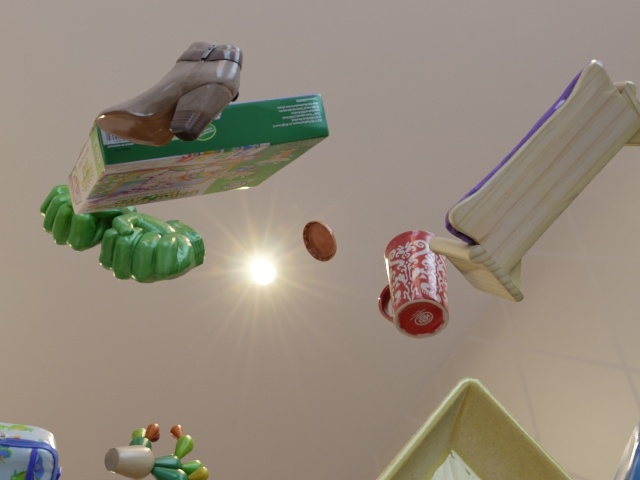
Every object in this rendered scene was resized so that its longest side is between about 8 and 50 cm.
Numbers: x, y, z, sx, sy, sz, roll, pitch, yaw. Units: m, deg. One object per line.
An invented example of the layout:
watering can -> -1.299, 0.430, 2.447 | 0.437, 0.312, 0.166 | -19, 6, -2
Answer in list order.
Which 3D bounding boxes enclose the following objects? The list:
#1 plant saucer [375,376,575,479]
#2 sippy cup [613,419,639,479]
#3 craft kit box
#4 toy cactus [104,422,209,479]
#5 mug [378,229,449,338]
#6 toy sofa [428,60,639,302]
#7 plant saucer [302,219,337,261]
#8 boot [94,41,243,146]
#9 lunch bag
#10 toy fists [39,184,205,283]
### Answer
plant saucer -> 0.169, 0.350, 0.754 | 0.333, 0.333, 0.081 | -34, -13, -46
sippy cup -> 0.451, 0.314, 0.882 | 0.305, 0.224, 0.240 | -48, -31, -47
craft kit box -> -0.151, -0.096, 0.903 | 0.249, 0.246, 0.061 | -11, -92, -24
toy cactus -> -0.257, 0.351, 1.195 | 0.180, 0.219, 0.112 | 28, -81, -48
mug -> 0.167, 0.091, 1.343 | 0.113, 0.169, 0.150 | 7, -52, -3
toy sofa -> 0.327, -0.096, 1.189 | 0.177, 0.150, 0.362 | 45, -97, -15
plant saucer -> 0.000, 0.000, 1.493 | 0.013, 0.083, 0.084 | -28, -51, -42
boot -> -0.117, -0.121, 0.624 | 0.087, 0.118, 0.042 | -68, -29, -22
lunch bag -> -0.460, 0.363, 1.074 | 0.176, 0.090, 0.219 | 14, -87, -24
toy fists -> -0.324, -0.016, 1.248 | 0.142, 0.279, 0.096 | -30, -39, -55
